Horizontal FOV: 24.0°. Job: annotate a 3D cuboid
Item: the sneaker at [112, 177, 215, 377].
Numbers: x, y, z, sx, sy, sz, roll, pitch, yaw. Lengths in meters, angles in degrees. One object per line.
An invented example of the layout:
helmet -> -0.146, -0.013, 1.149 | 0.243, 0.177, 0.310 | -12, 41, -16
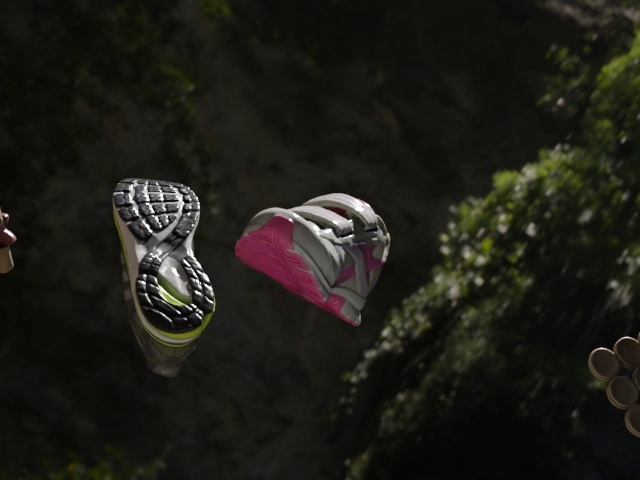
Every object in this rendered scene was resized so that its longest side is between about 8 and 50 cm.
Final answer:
sneaker -> -0.200, 0.037, 1.810 | 0.111, 0.300, 0.121 | 6, -50, -16

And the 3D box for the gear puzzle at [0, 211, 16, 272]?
gear puzzle -> -0.425, -0.123, 1.595 | 0.175, 0.044, 0.339 | -6, -77, 22

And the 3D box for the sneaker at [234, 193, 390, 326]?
sneaker -> 0.000, 0.000, 1.462 | 0.103, 0.252, 0.111 | 27, -94, 18

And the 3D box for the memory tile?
memory tile -> 0.368, 0.171, 1.656 | 0.148, 0.113, 0.012 | 60, -30, 18
